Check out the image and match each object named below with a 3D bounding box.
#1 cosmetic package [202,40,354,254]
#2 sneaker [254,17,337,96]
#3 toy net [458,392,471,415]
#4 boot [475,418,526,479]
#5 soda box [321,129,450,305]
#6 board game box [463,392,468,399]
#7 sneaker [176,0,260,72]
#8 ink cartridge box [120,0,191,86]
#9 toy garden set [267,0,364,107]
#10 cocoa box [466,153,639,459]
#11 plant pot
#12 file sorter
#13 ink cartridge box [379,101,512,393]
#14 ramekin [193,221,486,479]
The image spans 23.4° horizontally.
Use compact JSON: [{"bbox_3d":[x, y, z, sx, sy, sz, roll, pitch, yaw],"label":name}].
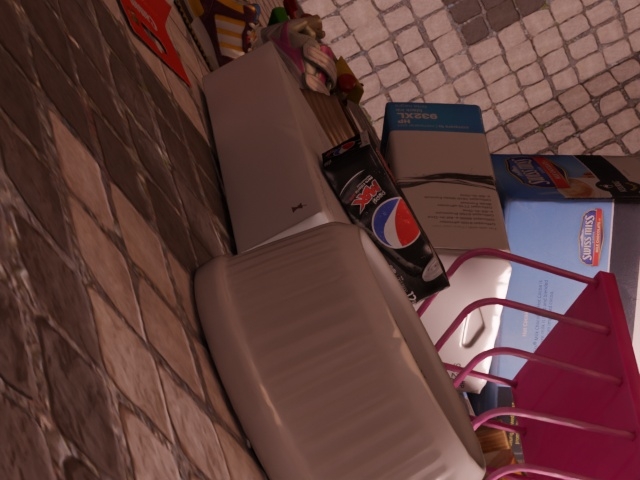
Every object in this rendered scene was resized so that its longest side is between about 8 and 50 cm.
[{"bbox_3d":[0.000,0.000,1.571,0.284,0.097,0.377,61,7,-31],"label":"cosmetic package"},{"bbox_3d":[-0.028,-0.231,2.203,0.103,0.111,0.252,52,13,-57],"label":"sneaker"},{"bbox_3d":[0.196,0.299,1.971,0.122,0.045,0.232,-84,154,-70],"label":"toy net"},{"bbox_3d":[0.202,0.339,1.760,0.295,0.104,0.211,-36,110,-73],"label":"boot"},{"bbox_3d":[0.064,-0.020,1.510,0.169,0.053,0.060,59,8,-18],"label":"soda box"},{"bbox_3d":[0.151,0.065,2.257,0.291,0.141,0.232,60,7,-16],"label":"board game box"},{"bbox_3d":[-0.097,-0.236,1.820,0.185,0.084,0.069,60,7,-13],"label":"sneaker"},{"bbox_3d":[-0.180,-0.287,1.541,0.232,0.066,0.189,60,6,16],"label":"ink cartridge box"},{"bbox_3d":[-0.006,-0.261,2.366,0.244,0.049,0.204,65,-22,21],"label":"toy garden set"},{"bbox_3d":[0.316,0.080,1.963,0.231,0.228,0.347,-100,-168,-73],"label":"cocoa box"},{"bbox_3d":[0.000,-0.108,1.951,0.237,0.110,0.237,60,6,-11],"label":"plant pot"},{"bbox_3d":[0.198,0.182,1.569,0.182,0.202,0.290,15,43,-19],"label":"file sorter"},{"bbox_3d":[0.140,0.004,1.911,0.307,0.129,0.223,-93,-172,-52],"label":"ink cartridge box"},{"bbox_3d":[0.022,0.109,1.174,0.273,0.127,0.273,60,7,-13],"label":"ramekin"}]
